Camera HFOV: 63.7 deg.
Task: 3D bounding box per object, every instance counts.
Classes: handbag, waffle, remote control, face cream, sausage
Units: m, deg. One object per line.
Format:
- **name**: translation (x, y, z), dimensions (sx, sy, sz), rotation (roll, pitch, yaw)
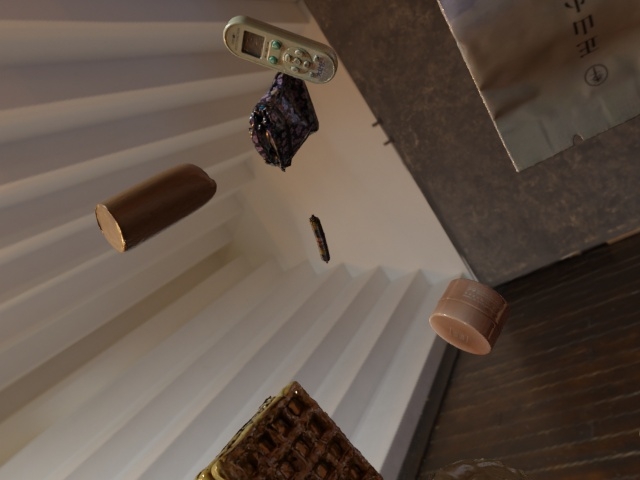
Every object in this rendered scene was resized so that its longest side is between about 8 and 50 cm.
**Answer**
- **handbag**: translation (-0.104, -0.319, 1.404), dimensions (0.126, 0.229, 0.208), rotation (20, 60, 30)
- **waffle**: translation (-0.008, 0.390, 0.771), dimensions (0.091, 0.308, 0.213), rotation (-46, -5, 36)
- **remote control**: translation (-0.073, -0.359, 0.970), dimensions (0.078, 0.221, 0.042), rotation (115, 173, -54)
- **face cream**: translation (0.331, 0.169, 1.147), dimensions (0.104, 0.149, 0.149), rotation (-54, 14, -23)
- **sausage**: translation (-0.367, -0.083, 1.168), dimensions (0.253, 0.123, 0.123), rotation (-36, 7, -33)
- **sausage**: translation (0.000, 0.000, 1.250), dimensions (0.028, 0.025, 0.198), rotation (-17, -37, -2)

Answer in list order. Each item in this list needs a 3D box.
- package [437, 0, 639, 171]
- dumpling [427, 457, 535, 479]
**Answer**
- **package**: translation (0.220, -0.210, 0.450), dimensions (0.203, 0.251, 0.062), rotation (-23, 25, 21)
- **dumpling**: translation (0.300, 0.453, 0.767), dimensions (0.233, 0.315, 0.395), rotation (-60, -13, 23)
